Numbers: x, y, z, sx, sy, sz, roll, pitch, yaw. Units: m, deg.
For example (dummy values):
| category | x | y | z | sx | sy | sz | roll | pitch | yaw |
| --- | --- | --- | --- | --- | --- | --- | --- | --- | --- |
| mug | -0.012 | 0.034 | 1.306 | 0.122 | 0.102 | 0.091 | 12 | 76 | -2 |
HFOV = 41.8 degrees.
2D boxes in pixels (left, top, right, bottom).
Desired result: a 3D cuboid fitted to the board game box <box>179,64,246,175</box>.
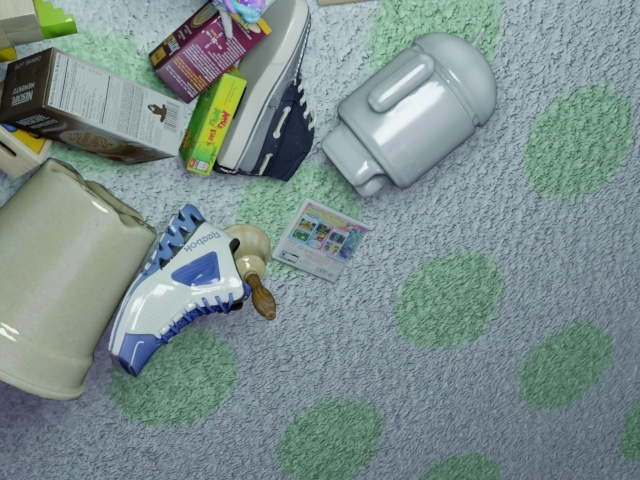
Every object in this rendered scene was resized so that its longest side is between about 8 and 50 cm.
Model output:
| category | x | y | z | sx | sy | sz | roll | pitch | yaw |
| --- | --- | --- | --- | --- | --- | --- | --- | --- | --- |
| board game box | -0.190 | -0.216 | 1.463 | 0.043 | 0.092 | 0.181 | 15 | 112 | -26 |

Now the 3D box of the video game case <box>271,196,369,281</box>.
| category | x | y | z | sx | sy | sz | roll | pitch | yaw |
| --- | --- | --- | --- | --- | --- | --- | --- | --- | --- |
| video game case | 0.000 | 0.000 | 1.697 | 0.157 | 0.019 | 0.143 | 23 | 108 | -28 |

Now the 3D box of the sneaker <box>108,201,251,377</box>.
| category | x | y | z | sx | sy | sz | roll | pitch | yaw |
| --- | --- | --- | --- | --- | --- | --- | --- | --- | --- |
| sneaker | -0.224 | 0.099 | 1.450 | 0.182 | 0.127 | 0.316 | 25 | 69 | 1 |

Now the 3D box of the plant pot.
| category | x | y | z | sx | sy | sz | roll | pitch | yaw |
| --- | --- | --- | --- | --- | --- | --- | --- | --- | --- |
| plant pot | -0.449 | 0.046 | 1.406 | 0.333 | 0.334 | 0.305 | 37 | 91 | -32 |

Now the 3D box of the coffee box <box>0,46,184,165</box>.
| category | x | y | z | sx | sy | sz | roll | pitch | yaw |
| --- | --- | --- | --- | --- | --- | --- | --- | --- | --- |
| coffee box | -0.358 | -0.204 | 1.328 | 0.246 | 0.141 | 0.098 | 18 | 73 | -45 |

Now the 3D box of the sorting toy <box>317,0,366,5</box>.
| category | x | y | z | sx | sy | sz | roll | pitch | yaw |
| --- | --- | --- | --- | --- | --- | --- | --- | --- | --- |
| sorting toy | 0.081 | -0.513 | 1.433 | 0.192 | 0.038 | 0.208 | -11 | 125 | -14 |

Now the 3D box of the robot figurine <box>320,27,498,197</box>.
| category | x | y | z | sx | sy | sz | roll | pitch | yaw |
| --- | --- | --- | --- | --- | --- | --- | --- | --- | --- |
| robot figurine | 0.173 | -0.234 | 1.520 | 0.353 | 0.200 | 0.300 | -40 | 162 | 5 |

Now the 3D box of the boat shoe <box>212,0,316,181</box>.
| category | x | y | z | sx | sy | sz | roll | pitch | yaw |
| --- | --- | --- | --- | --- | --- | --- | --- | --- | --- |
| boat shoe | -0.065 | -0.258 | 1.480 | 0.158 | 0.127 | 0.341 | 12 | 121 | -32 |

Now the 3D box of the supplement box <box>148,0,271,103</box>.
| category | x | y | z | sx | sy | sz | roll | pitch | yaw |
| --- | --- | --- | --- | --- | --- | --- | --- | --- | --- |
| supplement box | -0.186 | -0.329 | 1.395 | 0.188 | 0.104 | 0.081 | -40 | 123 | 5 |

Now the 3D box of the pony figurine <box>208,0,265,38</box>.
| category | x | y | z | sx | sy | sz | roll | pitch | yaw |
| --- | --- | --- | --- | --- | --- | --- | --- | --- | --- |
| pony figurine | -0.189 | -0.487 | 1.183 | 0.363 | 0.303 | 0.351 | 27 | 132 | -13 |

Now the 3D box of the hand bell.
| category | x | y | z | sx | sy | sz | roll | pitch | yaw |
| --- | --- | --- | --- | --- | --- | --- | --- | --- | --- |
| hand bell | -0.123 | 0.079 | 1.563 | 0.126 | 0.242 | 0.126 | -9 | 121 | -15 |

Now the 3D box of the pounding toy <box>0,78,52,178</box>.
| category | x | y | z | sx | sy | sz | roll | pitch | yaw |
| --- | --- | --- | --- | --- | --- | --- | --- | --- | --- |
| pounding toy | -0.474 | -0.185 | 1.357 | 0.100 | 0.130 | 0.141 | -23 | 130 | 31 |

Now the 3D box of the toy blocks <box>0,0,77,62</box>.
| category | x | y | z | sx | sy | sz | roll | pitch | yaw |
| --- | --- | --- | --- | --- | --- | --- | --- | --- | --- |
| toy blocks | -0.564 | -0.386 | 1.162 | 0.381 | 0.191 | 0.261 | -15 | 84 | -12 |
